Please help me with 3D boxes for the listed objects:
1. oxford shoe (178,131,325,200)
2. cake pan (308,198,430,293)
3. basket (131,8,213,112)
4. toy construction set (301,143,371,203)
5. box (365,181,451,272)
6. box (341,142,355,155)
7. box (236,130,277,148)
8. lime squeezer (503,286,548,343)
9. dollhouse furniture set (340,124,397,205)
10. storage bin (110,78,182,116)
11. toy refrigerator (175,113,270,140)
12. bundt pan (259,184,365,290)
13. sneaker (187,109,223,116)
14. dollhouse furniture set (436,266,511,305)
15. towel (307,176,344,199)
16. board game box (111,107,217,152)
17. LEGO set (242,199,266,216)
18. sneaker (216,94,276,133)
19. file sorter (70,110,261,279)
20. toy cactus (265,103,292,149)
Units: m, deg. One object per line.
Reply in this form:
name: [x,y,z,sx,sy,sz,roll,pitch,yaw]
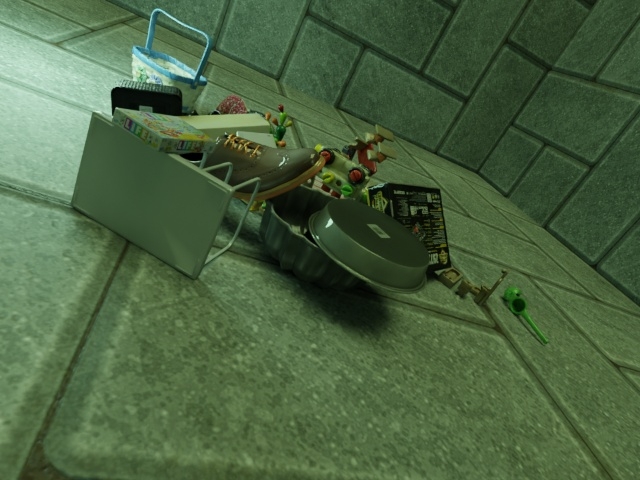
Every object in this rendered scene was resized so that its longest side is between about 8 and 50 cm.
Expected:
oxford shoe: [-0.170,-0.171,0.904,0.364,0.132,0.130,-5,36,19]
cake pan: [0.116,-0.001,0.891,0.293,0.054,0.293,23,26,-12]
basket: [-0.509,-0.605,1.401,0.255,0.289,0.201,32,20,15]
toy construction set: [0.027,-0.149,1.180,0.328,0.215,0.151,29,23,-1]
box: [0.266,-0.030,1.181,0.079,0.257,0.322,-8,-2,41]
box: [0.114,-0.368,1.797,0.029,0.116,0.162,31,25,9]
box: [-0.168,-0.212,1.048,0.102,0.087,0.101,-2,58,-27]
lime squeezer: [0.657,0.219,1.341,0.110,0.059,0.310,56,20,-12]
dollhouse furniture set: [0.181,-0.260,1.540,0.135,0.262,0.259,11,64,-36]
storage bin: [-0.486,-0.373,1.149,0.180,0.122,0.084,1,34,-21]
toy refrigerator: [-0.293,-0.308,1.202,0.269,0.102,0.094,-14,45,-32]
bundt pan: [0.000,0.000,0.978,0.331,0.124,0.331,23,25,-11]
sneaker: [-0.315,-0.347,1.308,0.107,0.124,0.283,39,27,20]
dollhouse furniture set: [0.479,0.105,1.268,0.151,0.123,0.144,39,27,22]
towel: [0.015,-0.174,1.439,0.144,0.029,0.197,25,28,-8]
board game box: [-0.272,-0.194,0.728,0.103,0.026,0.154,32,20,11]
LEGO set: [-0.189,-0.174,1.130,0.132,0.107,0.287,12,30,-32]
sneaker: [-0.294,-0.459,1.583,0.299,0.121,0.112,40,-2,25]
file sorter: [-0.289,-0.099,0.793,0.278,0.193,0.173,30,23,3]
toy cactus: [-0.153,-0.360,1.474,0.112,0.219,0.180,5,-19,13]
